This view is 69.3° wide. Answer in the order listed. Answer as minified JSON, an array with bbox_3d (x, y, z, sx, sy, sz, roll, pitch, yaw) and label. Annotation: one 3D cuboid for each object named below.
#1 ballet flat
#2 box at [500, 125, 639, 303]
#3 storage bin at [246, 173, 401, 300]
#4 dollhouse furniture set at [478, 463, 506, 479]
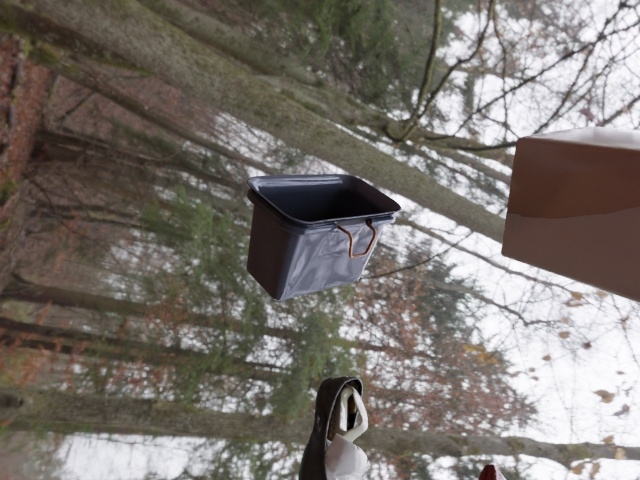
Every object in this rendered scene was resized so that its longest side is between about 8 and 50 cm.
[{"bbox_3d":[0.027,0.327,0.750,0.096,0.095,0.280,-28,-154,23],"label":"ballet flat"},{"bbox_3d":[0.322,-0.010,0.359,0.311,0.147,0.121,24,-59,49],"label":"box"},{"bbox_3d":[0.000,0.000,0.424,0.098,0.135,0.091,39,-55,38],"label":"storage bin"},{"bbox_3d":[0.119,0.360,0.308,0.201,0.374,0.152,-29,-168,29],"label":"dollhouse furniture set"}]
